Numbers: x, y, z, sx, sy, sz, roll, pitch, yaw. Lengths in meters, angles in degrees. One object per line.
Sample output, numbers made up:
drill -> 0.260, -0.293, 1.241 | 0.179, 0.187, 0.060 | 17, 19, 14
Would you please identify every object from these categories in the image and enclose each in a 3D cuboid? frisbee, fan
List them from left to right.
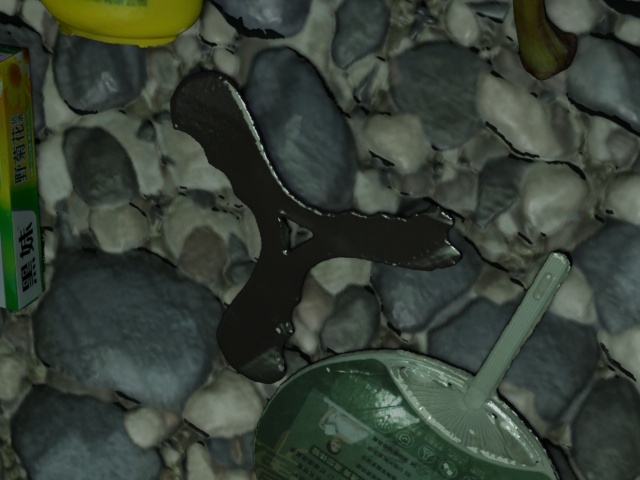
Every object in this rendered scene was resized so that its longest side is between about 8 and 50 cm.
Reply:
frisbee -> 0.000, 0.000, 1.139 | 0.187, 0.012, 0.211 | 6, 115, 25
fan -> 0.092, 0.151, 1.161 | 0.294, 0.012, 0.223 | -28, 98, 36

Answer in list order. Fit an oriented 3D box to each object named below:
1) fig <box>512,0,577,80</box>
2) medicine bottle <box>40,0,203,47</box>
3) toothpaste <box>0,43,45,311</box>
fig -> 0.128, -0.183, 0.887 | 0.217, 0.217, 0.320 | 30, 142, 13
medicine bottle -> -0.113, -0.262, 1.037 | 0.111, 0.076, 0.308 | 14, 118, 21
toothpaste -> -0.211, -0.042, 1.215 | 0.043, 0.037, 0.178 | 11, 117, 22
